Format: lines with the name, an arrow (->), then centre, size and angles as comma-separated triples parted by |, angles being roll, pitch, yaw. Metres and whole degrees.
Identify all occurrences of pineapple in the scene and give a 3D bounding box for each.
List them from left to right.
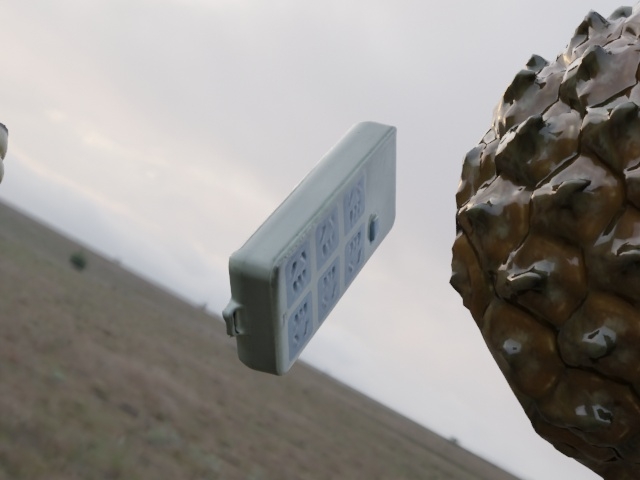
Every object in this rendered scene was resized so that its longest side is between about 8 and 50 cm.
pineapple -> 0.214, -0.031, 0.441 | 0.202, 0.202, 0.362 | 31, -33, -26

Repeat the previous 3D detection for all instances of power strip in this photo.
power strip -> 0.000, 0.000, 0.810 | 0.035, 0.192, 0.081 | 13, -53, 22

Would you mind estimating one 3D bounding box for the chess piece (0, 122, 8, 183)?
chess piece -> -0.355, 0.038, 1.147 | 0.139, 0.307, 0.124 | 16, -28, -31
